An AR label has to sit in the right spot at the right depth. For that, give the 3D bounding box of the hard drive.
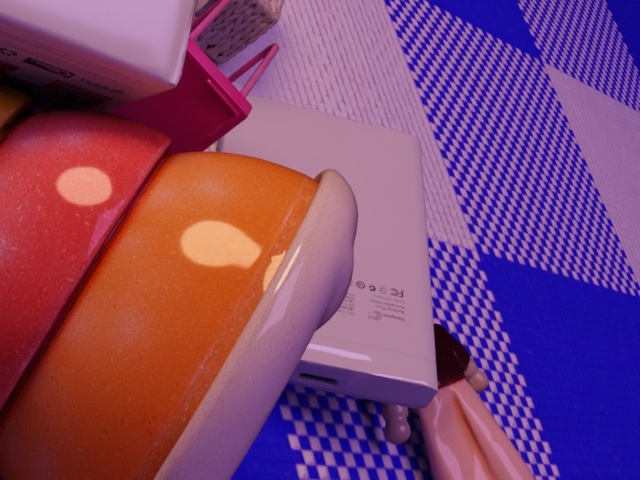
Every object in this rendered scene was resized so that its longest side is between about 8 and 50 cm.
[{"bbox_3d":[0.000,0.000,1.281,0.233,0.047,0.353,13,47,-13],"label":"hard drive"}]

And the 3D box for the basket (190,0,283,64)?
[{"bbox_3d":[-0.105,-0.304,1.439,0.103,0.113,0.167,41,35,-26],"label":"basket"}]

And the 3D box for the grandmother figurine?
[{"bbox_3d":[0.130,0.162,1.347,0.342,0.104,0.208,64,24,8],"label":"grandmother figurine"}]

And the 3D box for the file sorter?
[{"bbox_3d":[-0.208,-0.204,1.123,0.290,0.202,0.182,47,31,-15],"label":"file sorter"}]

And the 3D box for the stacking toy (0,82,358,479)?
[{"bbox_3d":[-0.245,0.000,0.877,0.480,0.350,0.350,31,35,-4],"label":"stacking toy"}]

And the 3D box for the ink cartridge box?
[{"bbox_3d":[-0.278,-0.195,0.858,0.309,0.272,0.130,18,77,-30],"label":"ink cartridge box"}]
